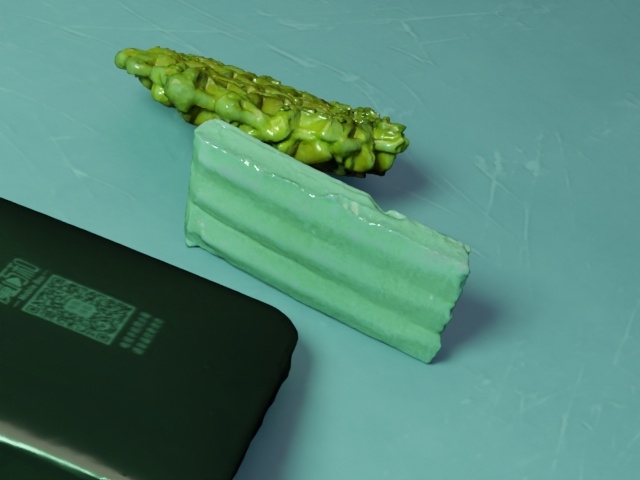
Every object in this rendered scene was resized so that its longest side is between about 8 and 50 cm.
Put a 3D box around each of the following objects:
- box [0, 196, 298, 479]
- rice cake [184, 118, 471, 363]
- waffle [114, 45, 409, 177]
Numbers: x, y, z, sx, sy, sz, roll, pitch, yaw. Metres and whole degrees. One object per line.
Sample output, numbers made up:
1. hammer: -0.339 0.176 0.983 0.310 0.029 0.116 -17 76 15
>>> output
1. box: -0.171 0.074 0.958 0.289 0.073 0.290 21 23 2
2. rice cake: 0.000 0.000 1.118 0.237 0.127 0.043 25 44 10
3. waffle: -0.055 -0.119 1.234 0.243 0.059 0.238 16 13 -19
